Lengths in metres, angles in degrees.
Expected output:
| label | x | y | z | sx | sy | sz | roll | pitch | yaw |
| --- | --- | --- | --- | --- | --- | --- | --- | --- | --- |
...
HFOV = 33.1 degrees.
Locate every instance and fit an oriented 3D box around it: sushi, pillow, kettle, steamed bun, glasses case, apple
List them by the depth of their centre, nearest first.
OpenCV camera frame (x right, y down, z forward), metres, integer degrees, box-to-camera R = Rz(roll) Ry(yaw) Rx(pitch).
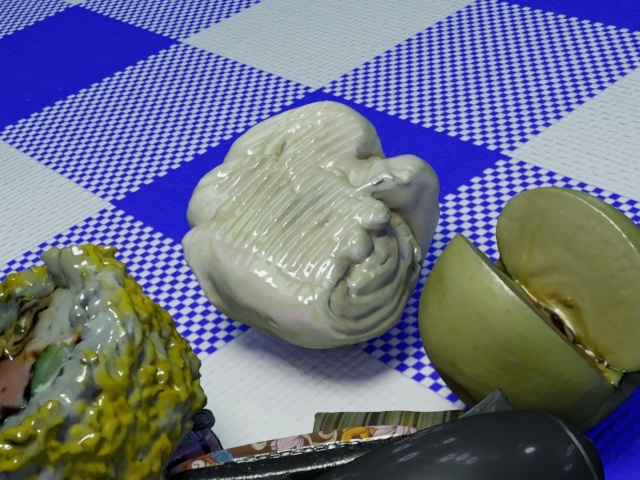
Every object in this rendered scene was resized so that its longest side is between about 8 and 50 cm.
| label | x | y | z | sx | sy | sz | roll | pitch | yaw |
| --- | --- | --- | --- | --- | --- | --- | --- | --- | --- |
| kettle | 0.167 | 0.301 | 1.067 | 0.290 | 0.207 | 0.268 | -23 | 72 | -17 |
| glasses case | -0.021 | 0.280 | 1.203 | 0.321 | 0.122 | 0.082 | -10 | 35 | 4 |
| sushi | -0.333 | 0.198 | 1.216 | 0.397 | 0.240 | 0.351 | -23 | 38 | 22 |
| apple | 0.265 | 0.086 | 1.258 | 0.292 | 0.292 | 0.254 | -30 | 60 | -24 |
| pillow | 0.082 | 0.249 | 1.294 | 0.203 | 0.038 | 0.113 | -3 | 38 | 16 |
| steamed bun | 0.000 | 0.000 | 1.500 | 0.352 | 0.247 | 0.339 | 24 | 63 | 31 |

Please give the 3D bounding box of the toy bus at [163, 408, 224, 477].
| label | x | y | z | sx | sy | sz | roll | pitch | yaw |
| --- | --- | --- | --- | --- | --- | --- | --- | --- | --- |
| toy bus | -0.193 | 0.242 | 1.341 | 0.108 | 0.096 | 0.199 | -30 | 35 | -18 |
